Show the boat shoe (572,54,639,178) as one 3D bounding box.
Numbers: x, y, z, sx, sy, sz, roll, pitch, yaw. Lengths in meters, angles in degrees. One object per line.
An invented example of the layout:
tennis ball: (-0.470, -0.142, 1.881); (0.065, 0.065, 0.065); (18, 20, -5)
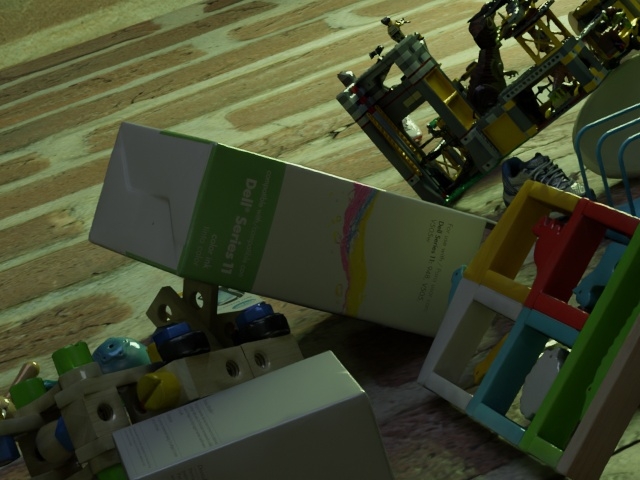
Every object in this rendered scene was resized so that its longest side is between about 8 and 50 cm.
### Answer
boat shoe: (0.402, -0.161, 1.911); (0.340, 0.127, 0.158); (-33, -10, -10)

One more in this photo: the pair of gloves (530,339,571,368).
pair of gloves: (0.293, 0.080, 1.368); (0.204, 0.042, 0.240); (-30, 21, -29)

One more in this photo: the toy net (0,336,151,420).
toy net: (-0.256, 0.160, 1.644); (0.232, 0.045, 0.122); (-22, 39, -5)

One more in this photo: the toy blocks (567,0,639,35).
toy blocks: (0.453, -0.436, 2.321); (0.260, 0.309, 0.288); (-29, 21, -15)

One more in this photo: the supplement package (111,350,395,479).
supplement package: (-0.047, 0.169, 1.308); (0.179, 0.105, 0.105); (-20, 17, -8)

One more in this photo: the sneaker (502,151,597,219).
sneaker: (0.224, -0.057, 1.812); (0.052, 0.058, 0.135); (-26, 21, -27)

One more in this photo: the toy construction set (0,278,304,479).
toy construction set: (-0.136, 0.130, 1.472); (0.215, 0.151, 0.327); (-31, 1, 36)

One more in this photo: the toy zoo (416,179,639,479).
toy zoo: (0.170, 0.057, 1.376); (0.192, 0.030, 0.293); (-61, 25, 0)

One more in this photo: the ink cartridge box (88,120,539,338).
ink cartridge box: (0.000, 0.000, 1.600); (0.353, 0.119, 0.207); (15, 1, -30)

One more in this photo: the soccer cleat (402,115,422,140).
soccer cleat: (0.104, -0.141, 2.208); (0.029, 0.036, 0.083); (-19, 18, -6)

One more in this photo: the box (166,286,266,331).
box: (-0.105, 0.073, 1.779); (0.081, 0.028, 0.136); (-22, 21, -16)

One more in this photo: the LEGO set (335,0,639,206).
LEGO set: (0.173, -0.200, 1.902); (0.331, 0.192, 0.255); (-37, 5, 44)

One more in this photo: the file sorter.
file sorter: (0.327, -0.060, 1.654); (0.118, 0.105, 0.170); (-23, 19, -17)
